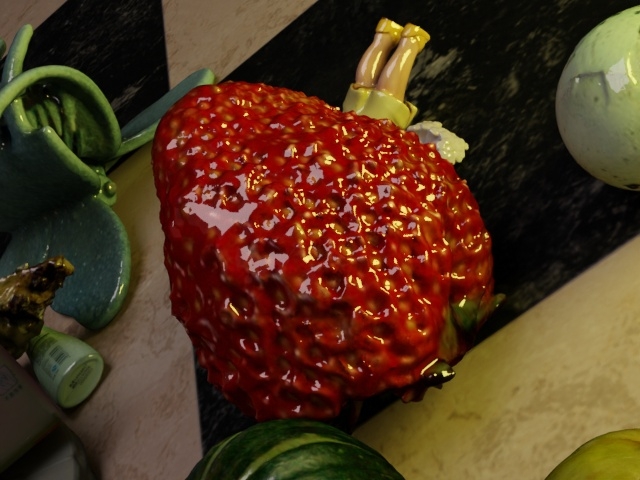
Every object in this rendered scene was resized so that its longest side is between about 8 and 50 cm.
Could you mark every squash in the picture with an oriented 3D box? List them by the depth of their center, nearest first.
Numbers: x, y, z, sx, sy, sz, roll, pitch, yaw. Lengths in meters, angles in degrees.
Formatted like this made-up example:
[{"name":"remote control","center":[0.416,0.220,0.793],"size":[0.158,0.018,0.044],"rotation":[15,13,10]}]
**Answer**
[{"name":"squash","center":[-0.018,0.227,0.777],"size":[0.218,0.172,0.218],"rotation":[-21,52,29]}]

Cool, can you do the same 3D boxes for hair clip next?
[{"name":"hair clip","center":[-0.356,-0.095,1.457],"size":[0.318,0.238,0.392],"rotation":[-17,45,43]}]

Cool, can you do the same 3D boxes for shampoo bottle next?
[{"name":"shampoo bottle","center":[-0.299,0.128,1.330],"size":[0.069,0.041,0.190],"rotation":[-58,33,-6]}]

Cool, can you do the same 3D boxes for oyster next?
[{"name":"oyster","center":[-0.392,0.108,1.321],"size":[0.345,0.128,0.079],"rotation":[-30,59,28]}]

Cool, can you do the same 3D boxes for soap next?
[{"name":"soap","center":[-0.381,0.175,1.164],"size":[0.199,0.138,0.182],"rotation":[-40,17,-17]}]

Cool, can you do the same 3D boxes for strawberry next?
[{"name":"strawberry","center":[-0.004,0.001,0.912],"size":[0.261,0.258,0.261],"rotation":[-16,19,6]}]

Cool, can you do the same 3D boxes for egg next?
[{"name":"egg","center":[0.242,-0.112,0.869],"size":[0.131,0.131,0.164],"rotation":[-7,43,46]}]

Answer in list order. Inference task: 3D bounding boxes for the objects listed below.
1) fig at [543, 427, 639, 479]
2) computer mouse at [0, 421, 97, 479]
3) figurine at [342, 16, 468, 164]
[{"name":"fig","center":[0.175,0.199,0.634],"size":[0.142,0.148,0.186],"rotation":[-4,95,57]},{"name":"computer mouse","center":[-0.357,0.307,1.169],"size":[0.331,0.095,0.197],"rotation":[-40,37,12]},{"name":"figurine","center":[0.028,-0.088,1.105],"size":[0.240,0.116,0.174],"rotation":[-54,33,-9]}]
